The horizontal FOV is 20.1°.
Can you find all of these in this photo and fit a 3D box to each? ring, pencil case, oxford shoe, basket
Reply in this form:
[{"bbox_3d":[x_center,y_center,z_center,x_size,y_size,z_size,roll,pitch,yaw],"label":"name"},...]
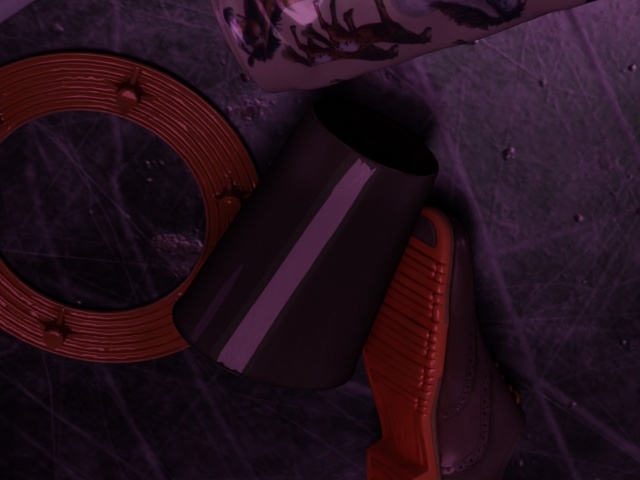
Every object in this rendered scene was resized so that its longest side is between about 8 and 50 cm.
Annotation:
[{"bbox_3d":[-0.217,-0.020,1.708,0.336,0.032,0.336,3,119,5],"label":"ring"},{"bbox_3d":[0.098,-0.242,1.463,0.410,0.160,0.183,-15,150,15],"label":"pencil case"},{"bbox_3d":[0.123,0.133,1.724,0.132,0.130,0.364,-10,116,-25],"label":"oxford shoe"},{"bbox_3d":[0.000,0.000,1.623,0.204,0.154,0.227,5,122,-46],"label":"basket"}]

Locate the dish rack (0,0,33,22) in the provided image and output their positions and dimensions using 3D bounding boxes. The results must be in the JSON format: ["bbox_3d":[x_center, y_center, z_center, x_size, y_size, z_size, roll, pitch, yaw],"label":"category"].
[{"bbox_3d":[-0.309,-0.315,1.454,0.333,0.072,0.285,-35,119,-9],"label":"dish rack"}]
